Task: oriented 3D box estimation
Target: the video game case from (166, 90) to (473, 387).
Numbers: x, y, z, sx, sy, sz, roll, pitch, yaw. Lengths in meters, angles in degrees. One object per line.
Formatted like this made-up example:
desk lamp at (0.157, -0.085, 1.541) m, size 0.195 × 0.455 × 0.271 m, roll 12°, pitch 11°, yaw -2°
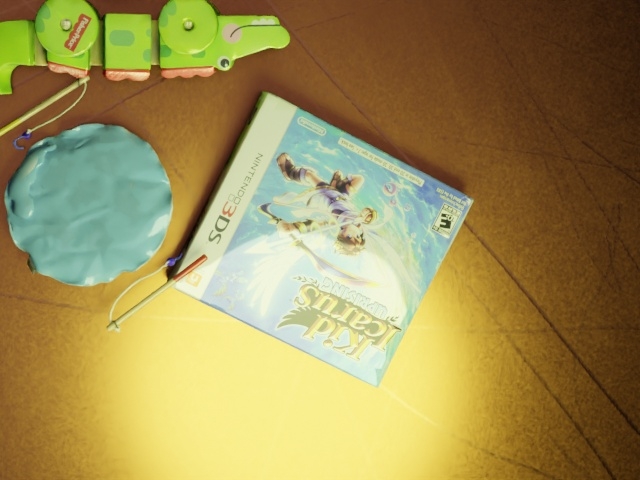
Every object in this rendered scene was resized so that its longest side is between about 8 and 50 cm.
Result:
video game case at (0.000, 0.000, 1.754) m, size 0.269 × 0.061 × 0.244 m, roll 27°, pitch 92°, yaw -10°

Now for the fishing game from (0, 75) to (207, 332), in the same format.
fishing game at (-0.255, -0.037, 1.715) m, size 0.189 × 0.041 × 0.264 m, roll -37°, pitch 83°, yaw -3°

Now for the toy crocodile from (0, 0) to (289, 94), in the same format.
toy crocodile at (-0.201, -0.213, 1.680) m, size 0.340 × 0.115 × 0.105 m, roll -1°, pitch 97°, yaw -6°
